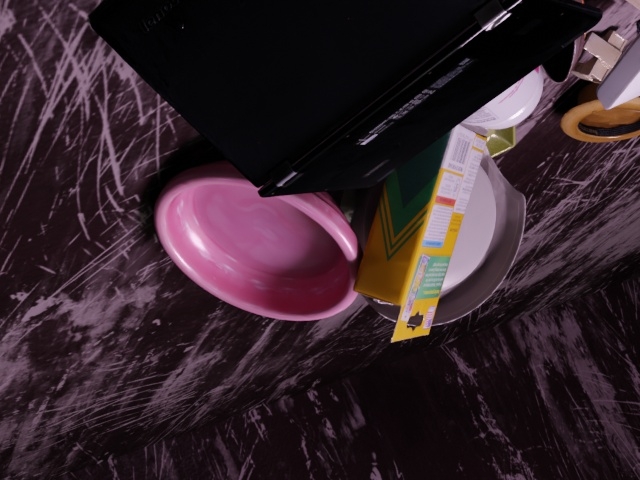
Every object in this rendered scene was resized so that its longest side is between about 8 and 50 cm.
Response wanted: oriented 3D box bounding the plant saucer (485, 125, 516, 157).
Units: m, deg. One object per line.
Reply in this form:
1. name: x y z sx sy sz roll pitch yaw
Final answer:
1. plant saucer: 0.252 -0.175 1.953 0.188 0.045 0.188 -27 162 2

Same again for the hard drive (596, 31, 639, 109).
1. hard drive: 0.568 -0.299 1.593 0.307 0.040 0.203 -23 166 -13

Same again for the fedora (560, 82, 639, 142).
1. fedora: 0.539 -0.249 2.042 0.194 0.079 0.194 -2 160 -1

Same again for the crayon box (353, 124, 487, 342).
1. crayon box: 0.145 -0.019 1.635 0.203 0.083 0.323 4 103 -69

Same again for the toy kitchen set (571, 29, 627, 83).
1. toy kitchen set: 0.454 -0.320 1.852 0.068 0.075 0.083 28 95 -24

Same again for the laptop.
1. laptop: 0.043 -0.246 1.231 0.382 0.236 0.408 -35 166 29

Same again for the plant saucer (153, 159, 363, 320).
1. plant saucer: -0.085 -0.009 1.658 0.332 0.332 0.084 -51 -167 54

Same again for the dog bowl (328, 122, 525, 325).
1. dog bowl: 0.164 -0.039 1.803 0.348 0.349 0.102 -19 -161 -19

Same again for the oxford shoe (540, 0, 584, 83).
1. oxford shoe: 0.290 -0.315 1.389 0.096 0.098 0.271 -6 142 23

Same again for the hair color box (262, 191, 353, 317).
1. hair color box: 0.000 0.000 2.001 0.185 0.114 0.374 -17 160 -25

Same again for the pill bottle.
1. pill bottle: 0.208 -0.247 1.499 0.160 0.160 0.283 -31 162 17

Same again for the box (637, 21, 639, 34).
1. box: 0.647 -0.339 1.919 0.153 0.108 0.207 -29 162 10

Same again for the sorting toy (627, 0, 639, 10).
1. sorting toy: 0.390 -0.377 1.352 0.038 0.208 0.193 -58 -179 -32
